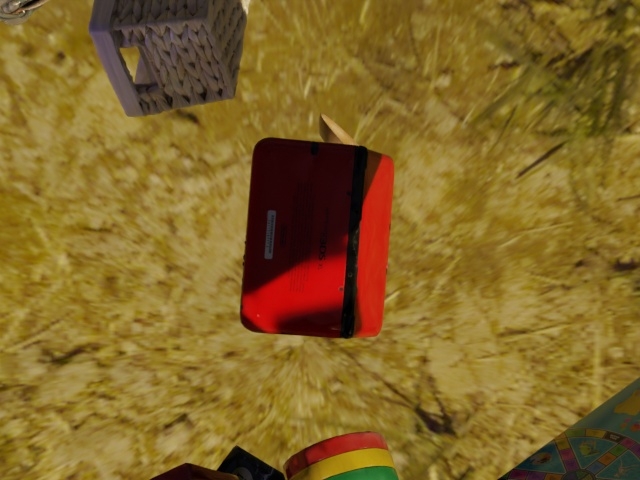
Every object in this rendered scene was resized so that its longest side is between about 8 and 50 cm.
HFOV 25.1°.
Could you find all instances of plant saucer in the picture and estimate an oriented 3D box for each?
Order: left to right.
[{"bbox_3d":[0.025,-0.083,1.324,0.015,0.083,0.083,-45,88,9],"label":"plant saucer"}]

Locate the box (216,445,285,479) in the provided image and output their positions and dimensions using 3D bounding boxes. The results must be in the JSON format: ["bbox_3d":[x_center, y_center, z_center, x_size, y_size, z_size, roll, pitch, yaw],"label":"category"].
[{"bbox_3d":[-0.021,0.275,1.250,0.147,0.180,0.077,27,67,25],"label":"box"}]

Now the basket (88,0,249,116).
[{"bbox_3d":[-0.126,-0.205,1.251,0.103,0.113,0.167,-6,50,11],"label":"basket"}]

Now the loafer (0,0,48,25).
[{"bbox_3d":[-0.235,-0.182,0.986,0.268,0.096,0.084,-10,130,14],"label":"loafer"}]

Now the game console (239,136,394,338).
[{"bbox_3d":[0.000,0.000,1.086,0.124,0.085,0.144,4,88,-10],"label":"game console"}]

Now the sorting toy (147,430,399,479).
[{"bbox_3d":[-0.072,0.151,0.671,0.274,0.132,0.046,-27,64,18],"label":"sorting toy"}]

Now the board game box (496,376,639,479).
[{"bbox_3d":[0.179,0.153,0.659,0.336,0.254,0.079,-33,106,-11],"label":"board game box"}]
